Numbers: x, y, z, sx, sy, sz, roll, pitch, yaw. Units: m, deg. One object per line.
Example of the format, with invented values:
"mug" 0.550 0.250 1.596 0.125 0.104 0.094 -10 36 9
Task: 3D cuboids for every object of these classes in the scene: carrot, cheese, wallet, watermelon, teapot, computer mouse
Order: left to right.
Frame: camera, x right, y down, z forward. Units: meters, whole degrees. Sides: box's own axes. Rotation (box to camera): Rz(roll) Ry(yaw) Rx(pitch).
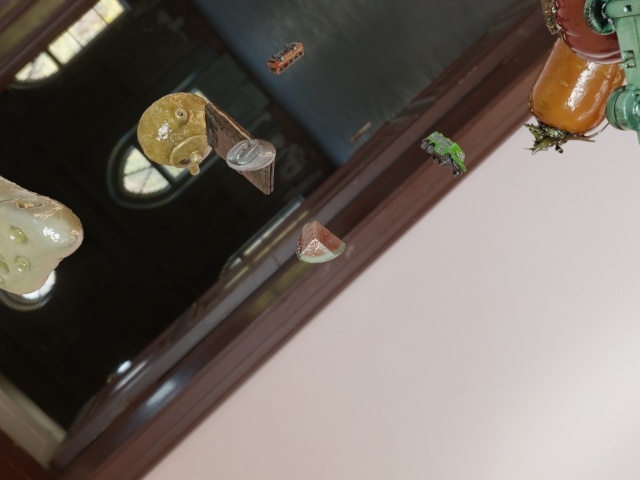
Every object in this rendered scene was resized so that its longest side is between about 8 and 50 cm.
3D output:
"cheese" -0.719 0.024 1.816 0.350 0.129 0.329 22 127 23
"teapot" -0.346 -0.251 1.860 0.167 0.203 0.311 56 164 20
"wallet" -0.186 -0.211 1.674 0.230 0.042 0.124 39 148 26
"computer mouse" -0.119 -0.152 1.269 0.066 0.039 0.096 25 -148 29
"watermelon" 0.001 0.005 1.327 0.085 0.092 0.072 -112 18 -51
"carrot" 0.616 -0.355 1.769 0.214 0.331 0.193 30 -155 7

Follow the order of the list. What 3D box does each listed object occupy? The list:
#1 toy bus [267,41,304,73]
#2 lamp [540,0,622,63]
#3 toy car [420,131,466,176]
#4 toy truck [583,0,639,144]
"toy bus" -0.087 -0.459 1.843 0.031 0.110 0.043 21 143 36
"lamp" 0.471 -0.408 1.225 0.227 0.227 0.227 47 179 1
"toy car" 0.326 -0.225 1.901 0.071 0.062 0.165 43 -175 -32
"toy truck" 0.496 -0.265 1.041 0.155 0.156 0.279 23 135 65
